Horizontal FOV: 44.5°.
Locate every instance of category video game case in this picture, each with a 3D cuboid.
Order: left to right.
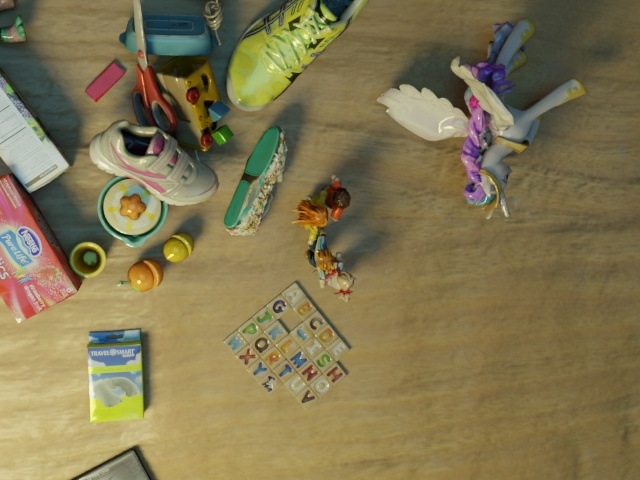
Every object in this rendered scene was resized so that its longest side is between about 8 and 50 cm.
[{"bbox_3d":[-0.416,0.595,1.630,0.196,0.026,0.274,-27,102,-8],"label":"video game case"}]

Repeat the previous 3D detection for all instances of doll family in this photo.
[{"bbox_3d":[0.000,0.000,1.585,0.118,0.163,0.262,-5,97,-12],"label":"doll family"}]

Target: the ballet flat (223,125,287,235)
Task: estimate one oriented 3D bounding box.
[{"bbox_3d":[-0.122,-0.117,1.600,0.077,0.091,0.241,24,95,-44],"label":"ballet flat"}]

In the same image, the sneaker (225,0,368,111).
[{"bbox_3d":[-0.046,-0.416,1.540,0.145,0.147,0.384,41,88,-15],"label":"sneaker"}]

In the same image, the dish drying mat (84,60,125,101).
[{"bbox_3d":[-0.424,-0.312,1.540,0.032,0.008,0.083,44,85,-14],"label":"dish drying mat"}]

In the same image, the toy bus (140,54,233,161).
[{"bbox_3d":[-0.243,-0.264,1.532,0.191,0.202,0.104,46,55,-6],"label":"toy bus"}]

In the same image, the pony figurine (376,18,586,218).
[{"bbox_3d":[0.346,-0.271,1.602,0.351,0.303,0.363,42,71,-22],"label":"pony figurine"}]

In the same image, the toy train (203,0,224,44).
[{"bbox_3d":[-0.199,-0.513,1.467,0.105,0.143,0.248,-9,77,-11],"label":"toy train"}]

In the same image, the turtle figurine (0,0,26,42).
[{"bbox_3d":[-0.669,-0.391,1.422,0.234,0.118,0.175,-20,99,-21],"label":"turtle figurine"}]

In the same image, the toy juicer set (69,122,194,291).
[{"bbox_3d":[-0.334,-0.051,1.541,0.209,0.089,0.329,26,87,-10],"label":"toy juicer set"}]

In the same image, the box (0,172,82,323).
[{"bbox_3d":[-0.574,0.011,1.482,0.128,0.122,0.256,-29,101,-9],"label":"box"}]

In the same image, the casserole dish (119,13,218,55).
[{"bbox_3d":[-0.292,-0.400,1.506,0.188,0.114,0.037,-1,133,-12],"label":"casserole dish"}]

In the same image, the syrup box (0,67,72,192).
[{"bbox_3d":[-0.577,-0.210,1.473,0.096,0.093,0.237,-37,102,-7],"label":"syrup box"}]

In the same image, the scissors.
[{"bbox_3d":[-0.338,-0.331,1.460,0.021,0.109,0.297,-36,124,-40],"label":"scissors"}]

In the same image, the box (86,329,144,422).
[{"bbox_3d":[-0.415,0.275,1.587,0.109,0.042,0.178,-3,97,-12],"label":"box"}]

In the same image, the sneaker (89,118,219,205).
[{"bbox_3d":[-0.305,-0.148,1.479,0.252,0.111,0.103,21,63,-21],"label":"sneaker"}]

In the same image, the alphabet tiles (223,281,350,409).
[{"bbox_3d":[-0.059,0.241,1.678,0.198,0.009,0.237,-40,102,-6],"label":"alphabet tiles"}]
